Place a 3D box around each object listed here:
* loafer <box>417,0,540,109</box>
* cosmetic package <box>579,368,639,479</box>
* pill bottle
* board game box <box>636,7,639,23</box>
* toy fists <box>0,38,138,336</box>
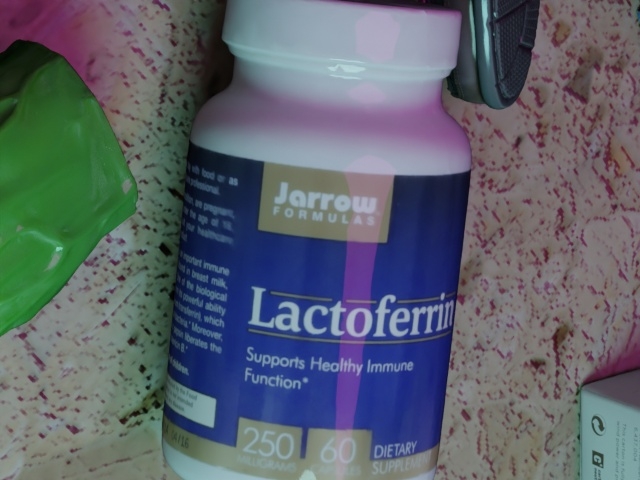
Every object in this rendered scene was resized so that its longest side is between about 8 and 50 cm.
[{"bbox_3d":[0.075,-0.207,1.123,0.096,0.084,0.267,-40,131,-57],"label":"loafer"},{"bbox_3d":[0.348,0.178,1.215,0.197,0.365,0.155,-11,107,-32],"label":"cosmetic package"},{"bbox_3d":[0.000,0.000,1.064,0.153,0.153,0.264,-1,102,-34],"label":"pill bottle"},{"bbox_3d":[0.309,-0.078,1.326,0.165,0.042,0.243,-31,117,-25],"label":"board game box"},{"bbox_3d":[-0.205,-0.078,0.941,0.142,0.096,0.279,-41,120,-32],"label":"toy fists"}]
